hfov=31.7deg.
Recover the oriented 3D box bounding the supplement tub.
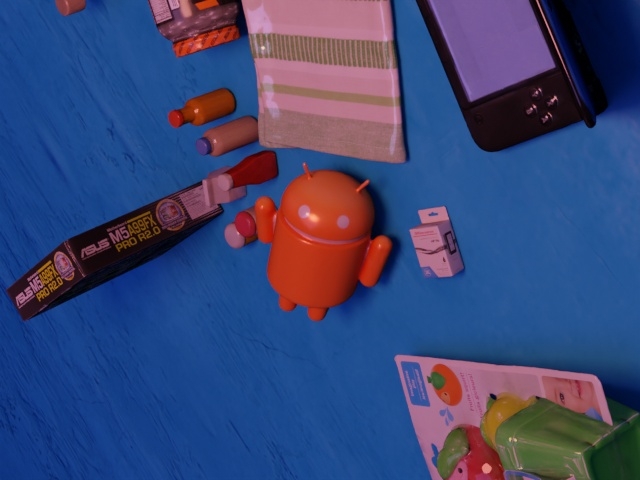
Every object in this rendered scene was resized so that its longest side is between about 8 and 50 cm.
[{"bbox_3d":[-0.176,-0.345,1.488,0.117,0.117,0.190,-7,105,46],"label":"supplement tub"}]

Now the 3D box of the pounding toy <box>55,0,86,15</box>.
[{"bbox_3d":[-0.374,-0.437,1.654,0.181,0.094,0.206,-7,104,47],"label":"pounding toy"}]

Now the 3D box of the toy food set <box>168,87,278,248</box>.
[{"bbox_3d":[-0.133,-0.086,1.582,0.111,0.104,0.232,14,119,40],"label":"toy food set"}]

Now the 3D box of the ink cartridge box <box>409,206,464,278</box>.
[{"bbox_3d":[0.143,0.003,1.409,0.048,0.028,0.083,-9,103,46],"label":"ink cartridge box"}]

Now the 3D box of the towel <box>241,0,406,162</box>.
[{"bbox_3d":[-0.009,-0.265,1.422,0.247,0.038,0.325,11,117,40],"label":"towel"}]

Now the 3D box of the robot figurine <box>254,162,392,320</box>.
[{"bbox_3d":[-0.002,0.000,1.477,0.158,0.128,0.219,46,136,37],"label":"robot figurine"}]

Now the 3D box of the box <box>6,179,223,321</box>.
[{"bbox_3d":[-0.305,0.014,1.679,0.216,0.270,0.060,-30,89,48],"label":"box"}]

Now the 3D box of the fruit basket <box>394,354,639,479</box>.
[{"bbox_3d":[0.237,0.302,1.368,0.353,0.165,0.327,-4,107,49],"label":"fruit basket"}]

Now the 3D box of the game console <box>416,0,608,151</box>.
[{"bbox_3d":[0.167,-0.235,1.162,0.250,0.173,0.293,-19,95,47],"label":"game console"}]
